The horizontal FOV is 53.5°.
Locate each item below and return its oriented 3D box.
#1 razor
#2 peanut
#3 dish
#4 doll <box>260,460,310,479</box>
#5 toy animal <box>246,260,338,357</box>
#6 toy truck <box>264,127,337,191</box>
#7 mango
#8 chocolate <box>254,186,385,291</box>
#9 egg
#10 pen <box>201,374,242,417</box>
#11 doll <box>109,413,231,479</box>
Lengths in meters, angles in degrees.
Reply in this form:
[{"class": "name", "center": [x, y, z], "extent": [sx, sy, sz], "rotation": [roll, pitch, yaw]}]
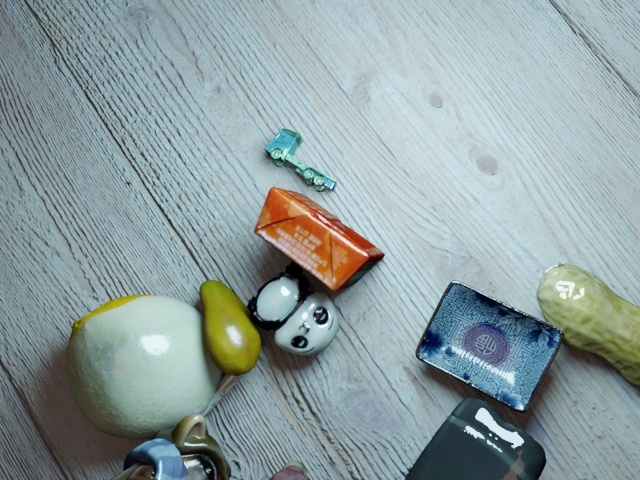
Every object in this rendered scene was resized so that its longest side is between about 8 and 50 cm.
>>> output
[{"class": "razor", "center": [0.268, 0.486, 1.216], "extent": [0.204, 0.113, 0.348], "rotation": [32, 85, 34]}, {"class": "peanut", "center": [0.562, 0.170, 1.245], "extent": [0.313, 0.149, 0.149], "rotation": [33, 85, 7]}, {"class": "dish", "center": [0.337, 0.209, 1.281], "extent": [0.243, 0.080, 0.181], "rotation": [26, 90, 18]}, {"class": "doll", "center": [-0.108, 0.565, 1.246], "extent": [0.256, 0.196, 0.152], "rotation": [-39, 116, -5]}, {"class": "toy animal", "center": [-0.041, 0.147, 1.314], "extent": [0.166, 0.138, 0.179], "rotation": [-46, 77, 4]}, {"class": "toy truck", "center": [-0.033, -0.177, 1.405], "extent": [0.175, 0.067, 0.081], "rotation": [33, 84, 11]}, {"class": "mango", "center": [-0.192, 0.177, 1.325], "extent": [0.099, 0.136, 0.227], "rotation": [-38, 54, 15]}, {"class": "chocolate", "center": [0.000, 0.000, 1.289], "extent": [0.235, 0.237, 0.108], "rotation": [35, 96, 10]}, {"class": "egg", "center": [-0.389, 0.255, 1.299], "extent": [0.338, 0.201, 0.336], "rotation": [-3, 78, 13]}, {"class": "pen", "center": [-0.231, 0.339, 1.358], "extent": [0.033, 0.033, 0.269], "rotation": [42, 86, 11]}, {"class": "doll", "center": [-0.301, 0.483, 1.159], "extent": [0.209, 0.340, 0.318], "rotation": [44, 121, 6]}]
